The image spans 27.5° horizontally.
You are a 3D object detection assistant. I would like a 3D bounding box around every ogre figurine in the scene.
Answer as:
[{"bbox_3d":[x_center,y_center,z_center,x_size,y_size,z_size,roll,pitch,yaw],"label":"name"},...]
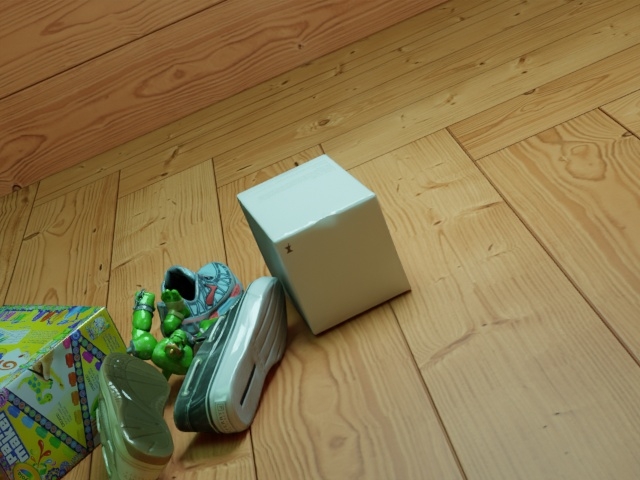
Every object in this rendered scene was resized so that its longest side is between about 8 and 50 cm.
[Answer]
[{"bbox_3d":[-0.214,0.158,2.039,0.097,0.197,0.118,-40,20,50],"label":"ogre figurine"}]

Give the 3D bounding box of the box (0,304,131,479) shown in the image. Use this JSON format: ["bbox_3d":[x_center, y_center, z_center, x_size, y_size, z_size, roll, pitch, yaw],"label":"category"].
[{"bbox_3d":[-0.479,0.247,2.035,0.290,0.177,0.279,-2,30,44],"label":"box"}]

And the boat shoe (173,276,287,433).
[{"bbox_3d":[-0.136,0.160,1.942,0.119,0.121,0.335,-7,27,19],"label":"boat shoe"}]

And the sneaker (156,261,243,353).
[{"bbox_3d":[-0.207,0.085,2.208,0.104,0.125,0.262,-17,22,16],"label":"sneaker"}]

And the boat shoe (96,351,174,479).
[{"bbox_3d":[-0.276,0.261,1.873,0.098,0.109,0.302,-64,22,17],"label":"boat shoe"}]

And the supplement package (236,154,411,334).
[{"bbox_3d":[0.000,0.000,2.118,0.177,0.175,0.293,-25,20,-6],"label":"supplement package"}]
